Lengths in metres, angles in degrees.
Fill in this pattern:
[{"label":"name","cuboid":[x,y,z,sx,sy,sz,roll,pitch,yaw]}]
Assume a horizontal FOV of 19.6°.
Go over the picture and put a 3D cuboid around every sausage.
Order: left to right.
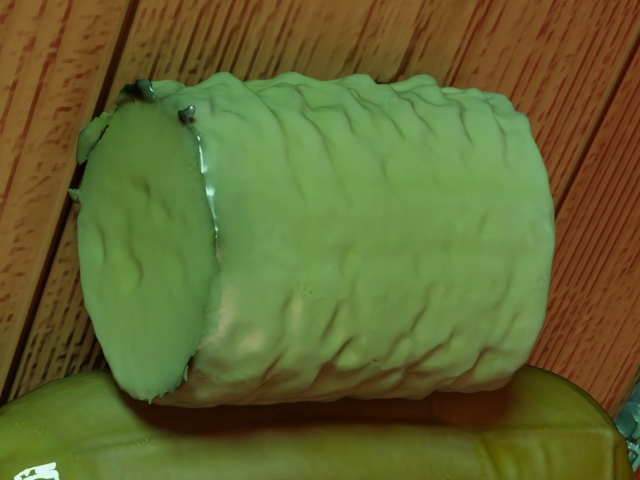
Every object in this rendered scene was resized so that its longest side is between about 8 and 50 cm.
[{"label":"sausage","cuboid":[-0.024,0.104,0.747,0.353,0.116,0.134,5,153,-39]}]

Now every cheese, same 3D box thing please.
[{"label":"cheese","cuboid":[0.000,0.000,0.683,0.167,0.094,0.123,-1,86,-38]}]

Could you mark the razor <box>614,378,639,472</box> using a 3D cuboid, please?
[{"label":"razor","cuboid":[0.137,0.142,0.869,0.036,0.211,0.084,24,118,0]}]
